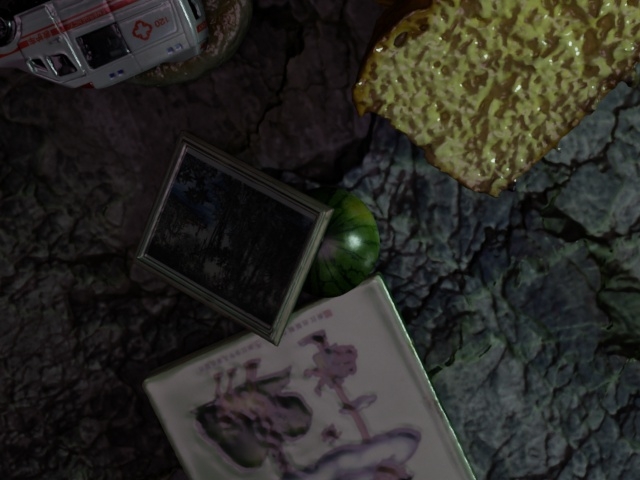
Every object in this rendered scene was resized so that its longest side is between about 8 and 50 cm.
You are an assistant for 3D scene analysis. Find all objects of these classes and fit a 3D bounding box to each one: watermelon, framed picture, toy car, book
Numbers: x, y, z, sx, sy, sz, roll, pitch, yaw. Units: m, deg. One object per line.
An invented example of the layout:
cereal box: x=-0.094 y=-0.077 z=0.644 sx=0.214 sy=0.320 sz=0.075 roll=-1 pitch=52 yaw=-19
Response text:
watermelon: x=0.000 y=0.000 z=1.475 sx=0.105 sy=0.062 sz=0.105 roll=-2 pitch=84 yaw=17
framed picture: x=-0.087 y=-0.004 z=1.478 sx=0.183 sy=0.011 sz=0.142 roll=29 pitch=104 yaw=25
toy car: x=-0.206 y=-0.186 z=1.414 sx=0.209 sy=0.089 sz=0.108 roll=-20 pitch=105 yaw=12
book: x=0.019 y=0.246 z=1.536 sx=0.260 sy=0.043 sz=0.371 roll=-25 pitch=97 yaw=10

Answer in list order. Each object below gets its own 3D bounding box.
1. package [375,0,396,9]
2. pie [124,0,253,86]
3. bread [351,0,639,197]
package: x=-0.003 y=-0.306 z=1.359 sx=0.288 sy=0.108 sz=0.223 roll=3 pitch=111 yaw=-38
pie: x=-0.148 y=-0.235 z=1.462 sx=0.186 sy=0.041 sz=0.187 roll=1 pitch=101 yaw=7
bread: x=0.191 y=-0.209 z=1.355 sx=0.194 sy=0.179 sz=0.340 roll=43 pitch=109 yaw=-6
